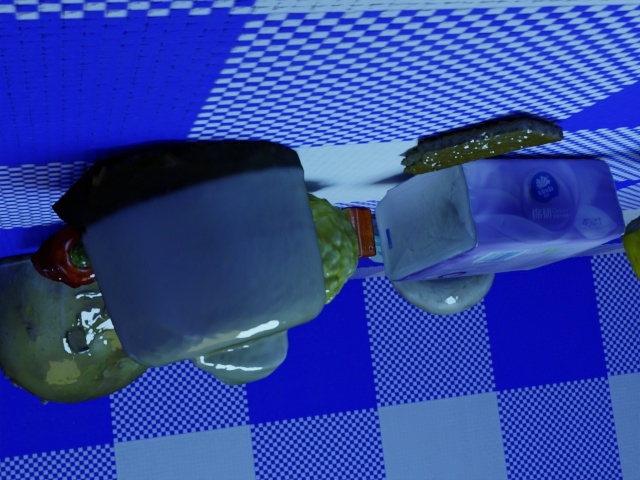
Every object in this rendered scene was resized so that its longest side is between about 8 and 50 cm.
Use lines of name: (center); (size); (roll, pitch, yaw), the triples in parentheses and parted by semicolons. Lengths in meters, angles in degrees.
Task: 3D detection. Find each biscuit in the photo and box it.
biscuit: (0.196, -0.127, 1.346); (0.236, 0.026, 0.131); (-11, 171, 38)

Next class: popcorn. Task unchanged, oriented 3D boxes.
popcorn: (-0.052, 0.017, 1.593); (0.225, 0.174, 0.286); (-13, -159, 3)

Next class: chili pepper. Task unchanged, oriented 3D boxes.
chili pepper: (-0.439, 0.028, 1.762); (0.110, 0.110, 0.387); (-3, 176, -27)

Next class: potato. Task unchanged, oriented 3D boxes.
potato: (-0.508, 0.189, 2.191); (0.442, 0.320, 0.385); (-5, 175, -42)

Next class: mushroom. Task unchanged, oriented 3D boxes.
mushroom: (0.269, 0.036, 2.234); (0.243, 0.244, 0.243); (-7, 174, -1)

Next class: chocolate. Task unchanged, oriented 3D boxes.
chocolate: (-0.154, 0.041, 1.308); (0.326, 0.297, 0.314); (-2, 167, -31)

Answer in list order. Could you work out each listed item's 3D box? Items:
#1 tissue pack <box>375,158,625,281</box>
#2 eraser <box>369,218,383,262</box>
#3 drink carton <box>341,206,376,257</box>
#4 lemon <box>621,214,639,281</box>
tissue pack: (0.291, -0.038, 1.627); (0.338, 0.160, 0.242); (-4, 168, -34)
eraser: (0.169, 0.006, 2.003); (0.225, 0.052, 0.095); (6, 143, 51)
drink carton: (0.000, 0.000, 1.966); (0.222, 0.096, 0.071); (-11, 172, 41)
lemon: (0.691, 0.026, 1.608); (0.364, 0.364, 0.364); (-7, 174, -1)
